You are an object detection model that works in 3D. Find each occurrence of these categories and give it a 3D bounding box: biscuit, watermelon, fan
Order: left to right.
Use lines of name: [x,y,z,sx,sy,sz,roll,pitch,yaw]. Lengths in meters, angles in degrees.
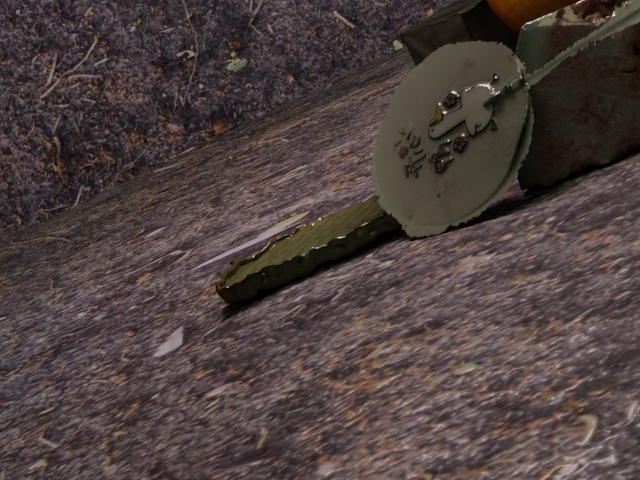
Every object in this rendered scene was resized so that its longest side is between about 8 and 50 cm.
biscuit: [0.000,0.000,1.625,0.273,0.036,0.187,-25,12,6]
fan: [0.205,-0.164,1.444,0.415,0.233,0.012,-35,-36,31]
watermelon: [0.346,-0.177,1.490,0.310,0.193,0.232,-17,-13,-25]

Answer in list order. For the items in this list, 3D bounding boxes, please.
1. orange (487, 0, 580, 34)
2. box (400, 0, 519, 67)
orange: [0.416,-0.463,2.139,0.312,0.312,0.312,-24,12,5]
box: [0.283,-0.357,2.324,0.155,0.149,0.231,-14,16,46]
